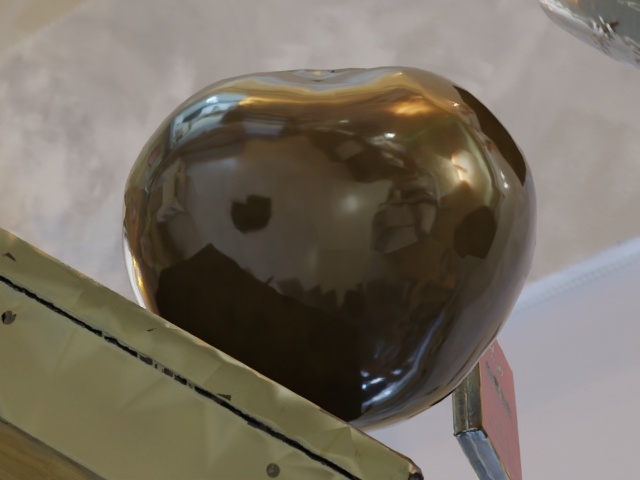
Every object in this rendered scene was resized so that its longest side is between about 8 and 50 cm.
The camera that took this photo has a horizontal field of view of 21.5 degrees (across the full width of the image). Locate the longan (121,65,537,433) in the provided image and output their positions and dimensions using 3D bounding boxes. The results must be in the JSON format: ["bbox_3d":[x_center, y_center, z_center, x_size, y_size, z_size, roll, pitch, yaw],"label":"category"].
[{"bbox_3d":[0.000,0.000,1.015,0.215,0.246,0.246,125,-50,-60],"label":"longan"}]

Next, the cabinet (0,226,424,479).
[{"bbox_3d":[-0.154,0.214,0.872,0.290,0.227,0.318,28,-116,11],"label":"cabinet"}]

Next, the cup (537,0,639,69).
[{"bbox_3d":[0.248,-0.206,1.222,0.234,0.258,0.186,21,-76,50],"label":"cup"}]

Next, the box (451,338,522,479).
[{"bbox_3d":[0.114,0.113,1.170,0.023,0.090,0.133,-15,-142,15],"label":"box"}]
